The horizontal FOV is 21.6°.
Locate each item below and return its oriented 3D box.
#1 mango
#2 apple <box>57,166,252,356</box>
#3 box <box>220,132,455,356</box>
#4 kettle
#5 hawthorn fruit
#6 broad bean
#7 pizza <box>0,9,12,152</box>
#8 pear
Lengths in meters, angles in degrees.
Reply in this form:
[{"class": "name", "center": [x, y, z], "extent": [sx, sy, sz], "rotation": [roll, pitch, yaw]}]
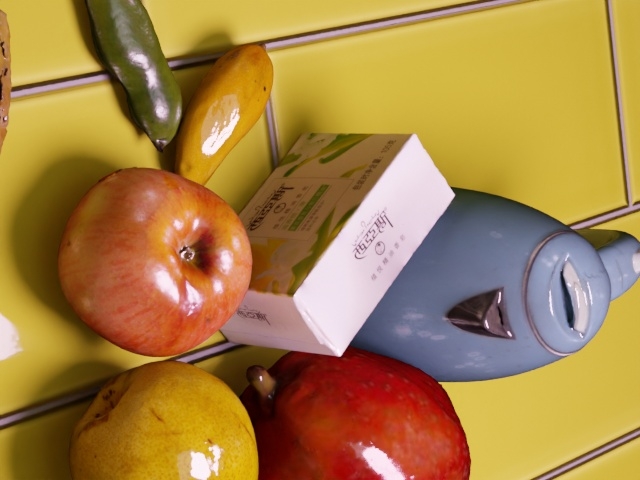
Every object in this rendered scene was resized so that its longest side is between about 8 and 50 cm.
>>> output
[{"class": "mango", "center": [-0.112, -0.143, 1.882], "extent": [0.190, 0.075, 0.098], "rotation": [-58, 157, -14]}, {"class": "apple", "center": [-0.174, 0.021, 1.767], "extent": [0.209, 0.164, 0.209], "rotation": [5, 81, -33]}, {"class": "box", "center": [0.000, 0.000, 1.914], "extent": [0.111, 0.194, 0.260], "rotation": [52, 59, -31]}, {"class": "kettle", "center": [0.218, 0.043, 2.018], "extent": [0.319, 0.342, 0.247], "rotation": [-25, 108, -40]}, {"class": "hawthorn fruit", "center": [0.020, 0.239, 1.903], "extent": [0.307, 0.265, 0.265], "rotation": [44, 64, -36]}, {"class": "broad bean", "center": [-0.210, -0.247, 1.803], "extent": [0.098, 0.056, 0.318], "rotation": [-21, 104, -40]}, {"class": "pizza", "center": [-0.436, -0.093, 1.588], "extent": [0.392, 0.080, 0.435], "rotation": [-37, 118, -35]}, {"class": "pear", "center": [-0.161, 0.236, 1.770], "extent": [0.209, 0.209, 0.209], "rotation": [-3, 94, -42]}]
